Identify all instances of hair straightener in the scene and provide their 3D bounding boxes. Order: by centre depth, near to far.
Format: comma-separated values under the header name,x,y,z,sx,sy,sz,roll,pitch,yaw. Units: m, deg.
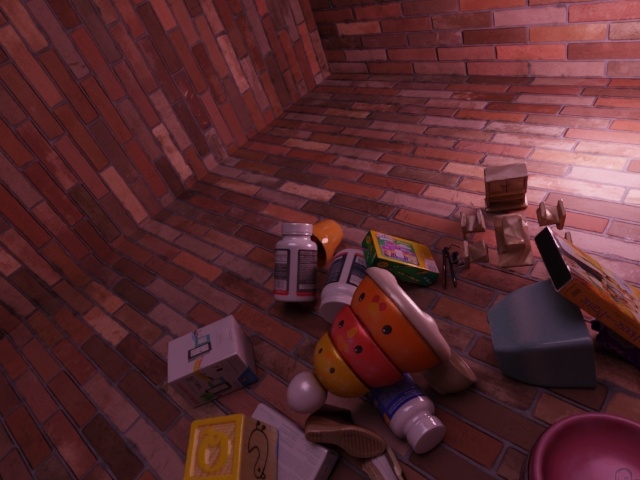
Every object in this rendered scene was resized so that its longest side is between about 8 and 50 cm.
name,x,y,z,sx,sy,sz,roll,pitch,yaw
hair straightener,0.531,0.096,1.785,0.089,0.047,0.230,-6,38,20

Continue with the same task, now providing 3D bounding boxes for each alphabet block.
name,x,y,z,sx,sy,sz,roll,pitch,yaw
alphabet block,-0.255,0.632,1.309,0.193,0.197,0.192,-18,52,20

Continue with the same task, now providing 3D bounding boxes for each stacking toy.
name,x,y,z,sx,sy,sz,roll,pitch,yaw
stacking toy,0.102,0.344,1.310,0.480,0.350,0.350,-41,40,-1

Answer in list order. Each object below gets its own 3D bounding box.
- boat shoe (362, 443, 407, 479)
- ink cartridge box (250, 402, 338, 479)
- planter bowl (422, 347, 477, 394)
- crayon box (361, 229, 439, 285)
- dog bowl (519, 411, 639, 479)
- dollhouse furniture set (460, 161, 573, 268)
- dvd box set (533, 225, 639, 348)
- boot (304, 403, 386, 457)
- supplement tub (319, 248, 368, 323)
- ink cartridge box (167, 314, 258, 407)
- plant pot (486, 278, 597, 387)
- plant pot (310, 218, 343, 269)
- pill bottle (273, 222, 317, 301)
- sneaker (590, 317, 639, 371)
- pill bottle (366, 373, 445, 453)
name,x,y,z,sx,sy,sz,roll,pitch,yaw
boat shoe,0.204,0.703,1.199,0.103,0.113,0.302,-27,29,-3
ink cartridge box,-0.164,0.746,1.369,0.308,0.091,0.385,18,71,38
planter bowl,0.392,0.414,1.411,0.109,0.162,0.162,-47,38,12
crayon box,0.311,0.069,1.761,0.278,0.081,0.165,15,36,-18
dog bowl,0.685,0.595,1.050,0.408,0.150,0.408,-14,39,12
dollhouse furniture set,0.751,-0.067,1.777,0.362,0.256,0.394,-7,63,20
dvd box set,0.819,0.157,1.276,0.062,0.420,0.307,-53,6,31
boot,0.081,0.562,1.372,0.248,0.090,0.207,6,5,11
supplement tub,0.112,0.184,1.761,0.191,0.191,0.272,-2,43,24
ink cartridge box,-0.408,0.457,1.696,0.270,0.198,0.197,-24,40,1
plant pot,0.650,0.289,1.353,0.252,0.247,0.247,-14,39,20
plant pot,0.000,0.000,2.040,0.205,0.205,0.188,12,35,35
pill bottle,-0.102,0.090,1.859,0.176,0.176,0.318,1,88,27
sneaker,0.890,0.304,1.337,0.105,0.095,0.236,-19,33,12
pill bottle,0.249,0.499,1.367,0.152,0.152,0.272,-31,39,-9
